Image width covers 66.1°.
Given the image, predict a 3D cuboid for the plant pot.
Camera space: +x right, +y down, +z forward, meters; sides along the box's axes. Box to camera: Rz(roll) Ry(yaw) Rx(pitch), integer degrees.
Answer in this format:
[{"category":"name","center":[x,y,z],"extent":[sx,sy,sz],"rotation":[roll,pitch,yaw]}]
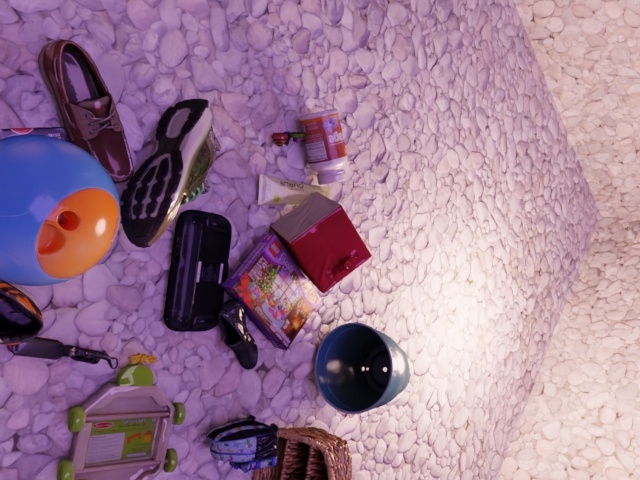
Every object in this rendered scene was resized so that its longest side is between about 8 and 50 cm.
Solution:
[{"category":"plant pot","center":[0.163,0.417,1.594],"extent":[0.255,0.272,0.271],"rotation":[26,75,-53]}]

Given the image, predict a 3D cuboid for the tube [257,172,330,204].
[{"category":"tube","center":[-0.080,-0.141,1.479],"extent":[0.240,0.062,0.070],"rotation":[3,50,-36]}]

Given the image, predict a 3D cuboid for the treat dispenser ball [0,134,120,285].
[{"category":"treat dispenser ball","center":[-0.537,-0.056,0.942],"extent":[0.289,0.288,0.287],"rotation":[-3,94,-40]}]

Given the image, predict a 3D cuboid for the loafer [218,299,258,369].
[{"category":"loafer","center":[-0.230,0.267,1.343],"extent":[0.078,0.076,0.223],"rotation":[-45,130,-49]}]

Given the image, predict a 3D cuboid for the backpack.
[{"category":"backpack","center":[-0.218,0.554,1.331],"extent":[0.174,0.158,0.116],"rotation":[4,83,-38]}]

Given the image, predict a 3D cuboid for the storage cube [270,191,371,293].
[{"category":"storage cube","center":[0.000,0.000,1.431],"extent":[0.184,0.215,0.193],"rotation":[-37,117,-7]}]

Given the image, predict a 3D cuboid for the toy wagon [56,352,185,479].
[{"category":"toy wagon","center":[-0.461,0.438,1.178],"extent":[0.268,0.068,0.343],"rotation":[13,83,-40]}]

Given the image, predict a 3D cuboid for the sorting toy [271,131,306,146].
[{"category":"sorting toy","center":[-0.094,-0.298,1.456],"extent":[0.102,0.061,0.042],"rotation":[-5,112,-13]}]

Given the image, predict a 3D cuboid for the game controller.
[{"category":"game controller","center":[-0.317,0.082,1.296],"extent":[0.167,0.067,0.318],"rotation":[11,85,-55]}]

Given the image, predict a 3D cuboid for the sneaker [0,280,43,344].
[{"category":"sneaker","center":[-0.659,0.090,0.912],"extent":[0.321,0.180,0.124],"rotation":[37,73,-35]}]

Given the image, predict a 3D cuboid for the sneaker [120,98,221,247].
[{"category":"sneaker","center":[-0.323,-0.144,1.182],"extent":[0.182,0.158,0.409],"rotation":[55,43,-50]}]

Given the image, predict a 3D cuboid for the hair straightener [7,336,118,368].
[{"category":"hair straightener","center":[-0.550,0.253,1.077],"extent":[0.231,0.089,0.047],"rotation":[29,72,-38]}]

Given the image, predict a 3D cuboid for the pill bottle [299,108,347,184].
[{"category":"pill bottle","center":[0.016,-0.285,1.508],"extent":[0.121,0.121,0.215],"rotation":[-24,108,-37]}]

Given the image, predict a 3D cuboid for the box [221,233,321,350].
[{"category":"box","center":[-0.131,0.152,1.422],"extent":[0.200,0.057,0.293],"rotation":[-54,130,-28]}]

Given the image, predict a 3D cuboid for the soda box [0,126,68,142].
[{"category":"soda box","center":[-0.619,-0.201,1.018],"extent":[0.169,0.053,0.059],"rotation":[-15,102,-40]}]

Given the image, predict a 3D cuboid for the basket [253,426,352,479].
[{"category":"basket","center":[-0.054,0.721,1.441],"extent":[0.223,0.214,0.298],"rotation":[17,81,-40]}]

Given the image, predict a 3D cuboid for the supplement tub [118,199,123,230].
[{"category":"supplement tub","center":[-0.474,-0.055,1.138],"extent":[0.107,0.071,0.070],"rotation":[-24,107,-37]}]

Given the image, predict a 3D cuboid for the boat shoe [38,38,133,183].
[{"category":"boat shoe","center":[-0.502,-0.274,1.071],"extent":[0.123,0.117,0.324],"rotation":[-37,115,-33]}]
